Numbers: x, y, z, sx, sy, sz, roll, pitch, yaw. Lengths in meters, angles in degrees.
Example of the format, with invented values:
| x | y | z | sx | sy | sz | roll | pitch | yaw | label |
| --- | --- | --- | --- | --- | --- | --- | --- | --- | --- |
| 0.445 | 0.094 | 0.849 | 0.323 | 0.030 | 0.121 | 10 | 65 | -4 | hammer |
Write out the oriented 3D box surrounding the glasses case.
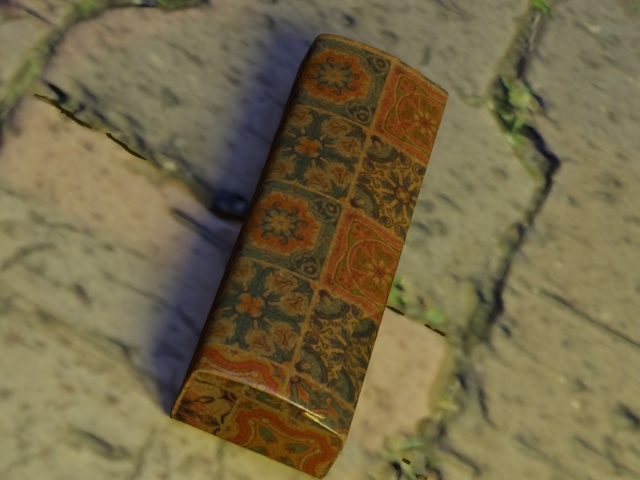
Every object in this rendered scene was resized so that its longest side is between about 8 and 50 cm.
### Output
| x | y | z | sx | sy | sz | roll | pitch | yaw | label |
| --- | --- | --- | --- | --- | --- | --- | --- | --- | --- |
| 0.000 | 0.000 | 0.901 | 0.075 | 0.049 | 0.218 | 22 | 50 | -4 | glasses case |
